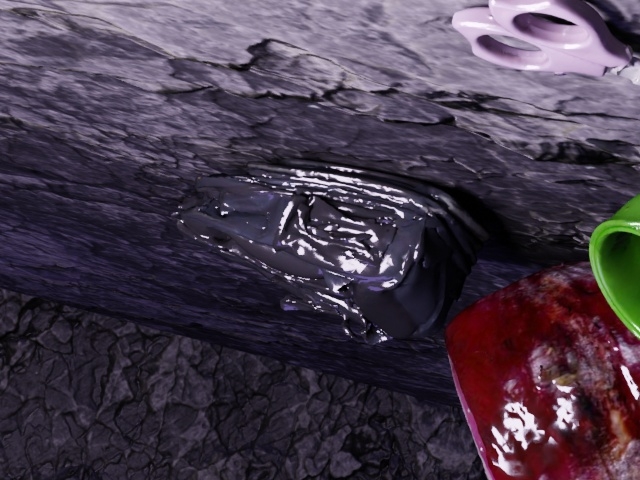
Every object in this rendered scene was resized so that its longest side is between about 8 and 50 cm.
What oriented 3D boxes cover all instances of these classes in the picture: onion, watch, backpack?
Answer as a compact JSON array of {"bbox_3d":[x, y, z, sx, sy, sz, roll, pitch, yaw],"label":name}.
[{"bbox_3d":[0.260,0.142,1.723,0.260,0.281,0.336,-26,154,5],"label":"onion"},{"bbox_3d":[0.267,0.040,1.392,0.165,0.131,0.152,56,156,-15],"label":"watch"},{"bbox_3d":[0.000,0.000,1.701,0.258,0.133,0.206,17,169,22],"label":"backpack"}]

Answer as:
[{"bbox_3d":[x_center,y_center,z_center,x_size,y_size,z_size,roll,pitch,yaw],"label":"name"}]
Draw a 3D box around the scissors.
[{"bbox_3d":[0.182,-0.100,1.143,0.212,0.021,0.110,17,167,-14],"label":"scissors"}]
